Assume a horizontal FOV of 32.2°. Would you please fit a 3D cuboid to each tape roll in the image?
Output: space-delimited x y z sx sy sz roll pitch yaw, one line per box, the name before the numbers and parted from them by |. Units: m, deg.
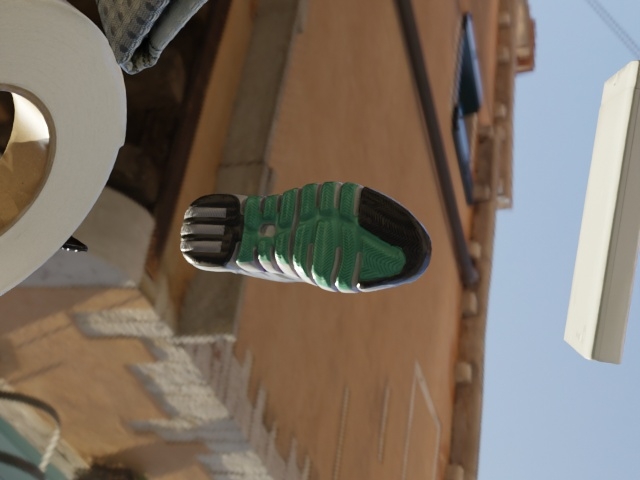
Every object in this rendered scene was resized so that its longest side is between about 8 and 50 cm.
tape roll | -0.363 -0.080 1.076 0.392 0.392 0.072 -41 -119 -15

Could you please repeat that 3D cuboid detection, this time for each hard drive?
hard drive | 0.320 -0.030 1.217 0.040 0.203 0.308 9 -88 5

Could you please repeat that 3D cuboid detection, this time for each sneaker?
sneaker | 0.000 0.000 0.888 0.223 0.098 0.083 7 -98 32

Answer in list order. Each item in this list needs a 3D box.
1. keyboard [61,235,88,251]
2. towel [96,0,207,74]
keyboard | -0.382 -0.005 1.338 0.100 0.192 0.038 30 -79 40
towel | -0.101 -0.329 0.763 0.056 0.324 0.312 -5 -112 -36
